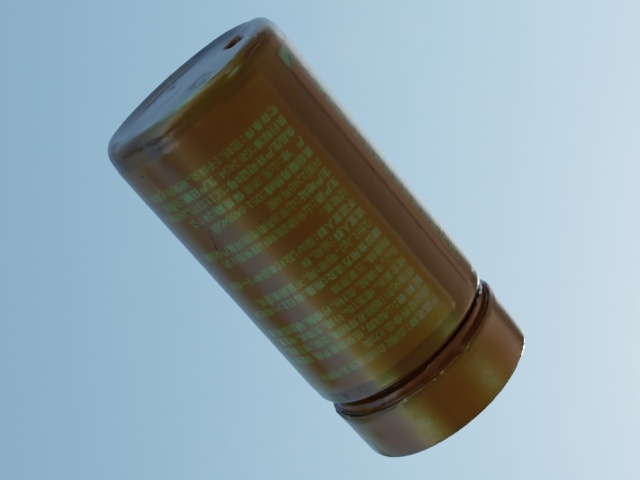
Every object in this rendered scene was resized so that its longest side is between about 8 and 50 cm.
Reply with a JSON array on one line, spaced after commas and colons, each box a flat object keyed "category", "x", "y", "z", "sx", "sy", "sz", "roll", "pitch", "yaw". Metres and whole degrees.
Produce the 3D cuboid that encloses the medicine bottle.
[{"category": "medicine bottle", "x": 0.000, "y": 0.000, "z": 0.626, "sx": 0.192, "sy": 0.096, "sz": 0.096, "roll": 49, "pitch": -131, "yaw": -18}]
